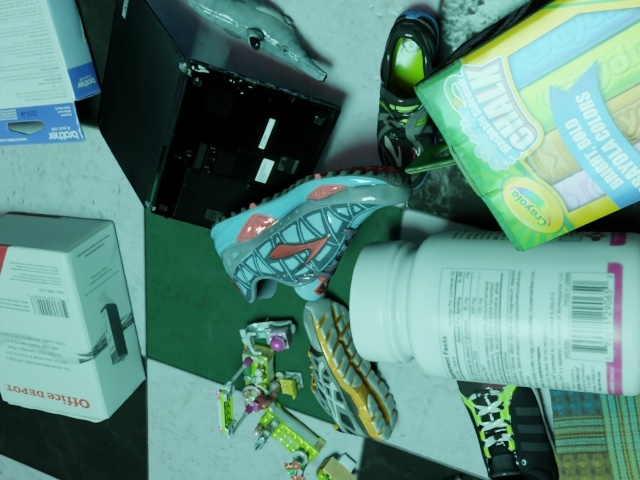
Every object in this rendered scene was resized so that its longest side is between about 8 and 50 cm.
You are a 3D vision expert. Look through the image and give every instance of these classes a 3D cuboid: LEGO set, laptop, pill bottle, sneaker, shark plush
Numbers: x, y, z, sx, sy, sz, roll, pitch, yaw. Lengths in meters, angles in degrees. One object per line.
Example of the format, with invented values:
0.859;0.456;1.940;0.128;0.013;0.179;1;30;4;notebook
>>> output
-0.061;0.251;1.000;0.132;0.107;0.286;-11;109;28;LEGO set
-0.136;-0.143;0.871;0.265;0.136;0.234;15;136;-12;laptop
0.185;0.069;0.768;0.283;0.160;0.160;1;115;24;pill bottle
0.021;0.171;0.941;0.083;0.084;0.214;-12;110;34;sneaker
0.084;-0.139;0.759;0.067;0.078;0.188;11;121;18;sneaker
-0.066;-0.216;0.795;0.161;0.067;0.073;47;123;-3;shark plush
0.000;0.000;0.800;0.262;0.104;0.125;-21;85;39;sneaker
0.226;0.232;0.867;0.084;0.097;0.234;-24;103;31;sneaker

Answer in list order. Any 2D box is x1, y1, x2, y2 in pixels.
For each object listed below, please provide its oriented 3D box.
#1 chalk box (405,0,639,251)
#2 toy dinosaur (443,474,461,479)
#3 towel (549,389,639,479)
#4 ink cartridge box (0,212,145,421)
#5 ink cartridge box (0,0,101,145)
0.213;-0.121;0.652;0.289;0.180;0.179;-29;100;33;chalk box
0.157;0.419;0.980;0.314;0.121;0.160;-35;84;29;toy dinosaur
0.418;0.202;0.715;0.370;0.040;0.271;-12;67;30;towel
-0.386;0.109;1.071;0.197;0.114;0.272;5;115;21;ink cartridge box
-0.388;-0.274;0.915;0.186;0.065;0.310;0;112;24;ink cartridge box
